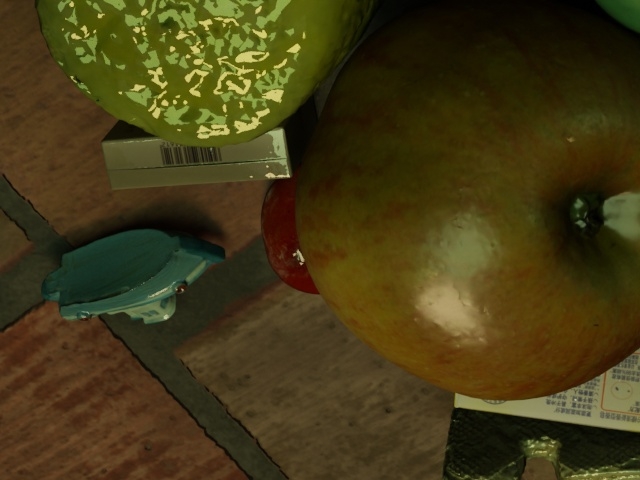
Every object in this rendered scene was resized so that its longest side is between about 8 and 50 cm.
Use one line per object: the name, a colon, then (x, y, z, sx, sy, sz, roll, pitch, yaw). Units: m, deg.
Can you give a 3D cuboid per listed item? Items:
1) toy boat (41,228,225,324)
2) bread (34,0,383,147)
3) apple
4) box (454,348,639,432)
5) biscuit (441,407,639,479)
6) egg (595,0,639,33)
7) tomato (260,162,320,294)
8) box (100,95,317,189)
toy boat: (-0.206, 0.043, 1.993, 0.215, 0.088, 0.102, -18, 148, 21)
bread: (-0.098, -0.279, 1.636, 0.348, 0.308, 0.348, 4, 117, 8)
apple: (0.177, -0.044, 1.655, 0.400, 0.333, 0.400, 1, 86, -16)
box: (0.281, 0.109, 1.899, 0.265, 0.097, 0.168, 6, 121, 10)
biscuit: (0.259, 0.233, 1.947, 0.250, 0.147, 0.046, -5, 120, 15)
egg: (0.330, -0.311, 1.568, 0.220, 0.220, 0.269, 7, 122, 9)
tomato: (0.000, 0.000, 1.904, 0.139, 0.091, 0.159, -7, 120, 18)
box: (-0.115, -0.110, 1.837, 0.201, 0.141, 0.058, -4, 113, 13)
